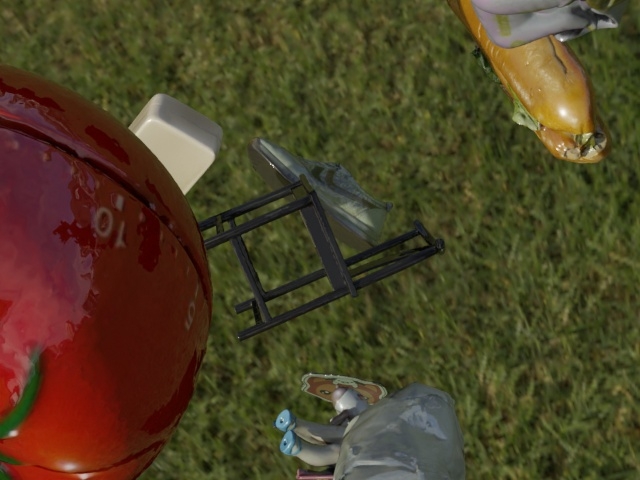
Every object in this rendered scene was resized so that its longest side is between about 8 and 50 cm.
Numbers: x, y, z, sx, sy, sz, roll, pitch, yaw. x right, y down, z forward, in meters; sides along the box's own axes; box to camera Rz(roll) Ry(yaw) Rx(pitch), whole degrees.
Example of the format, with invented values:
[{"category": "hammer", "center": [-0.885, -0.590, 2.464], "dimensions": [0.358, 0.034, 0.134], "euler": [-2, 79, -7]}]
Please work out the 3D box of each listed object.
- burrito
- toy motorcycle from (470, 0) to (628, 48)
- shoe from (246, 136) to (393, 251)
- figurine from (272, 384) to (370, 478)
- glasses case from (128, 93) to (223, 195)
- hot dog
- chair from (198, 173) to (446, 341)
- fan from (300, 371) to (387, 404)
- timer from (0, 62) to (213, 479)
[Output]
[{"category": "burrito", "center": [0.077, 0.279, 1.180], "dimensions": [0.139, 0.101, 0.445], "euler": [2, 23, 4]}, {"category": "toy motorcycle", "center": [0.142, -0.171, 0.732], "dimensions": [0.152, 0.225, 0.073], "euler": [-40, 62, 42]}, {"category": "shoe", "center": [0.000, -0.089, 1.925], "dimensions": [0.098, 0.275, 0.103], "euler": [-59, 22, -17]}, {"category": "figurine", "center": [0.045, 0.280, 1.566], "dimensions": [0.103, 0.260, 0.205], "euler": [-57, 30, 16]}, {"category": "glasses case", "center": [-0.313, -0.110, 2.094], "dimensions": [0.336, 0.144, 0.076], "euler": [-43, 26, 38]}, {"category": "hot dog", "center": [0.168, -0.152, 0.990], "dimensions": [0.068, 0.100, 0.249], "euler": [-27, 45, 7]}, {"category": "chair", "center": [0.000, 0.000, 1.391], "dimensions": [0.260, 0.141, 0.154], "euler": [-23, 13, -1]}, {"category": "fan", "center": [0.035, 0.234, 1.764], "dimensions": [0.132, 0.220, 0.009], "euler": [10, 67, 4]}, {"category": "timer", "center": [-0.270, 0.042, 0.878], "dimensions": [0.378, 0.378, 0.279], "euler": [-9, 47, 15]}]
